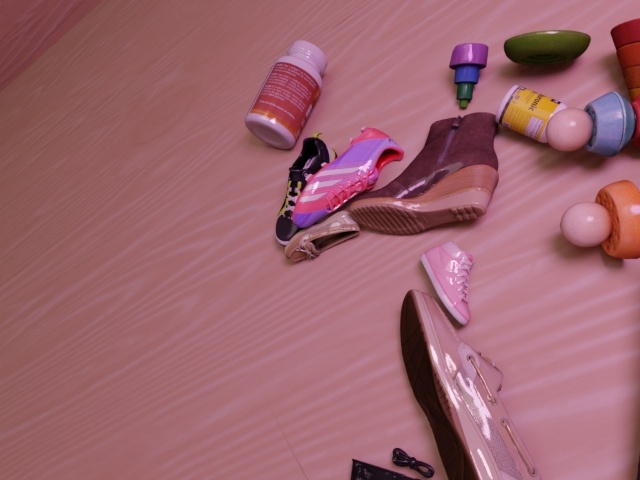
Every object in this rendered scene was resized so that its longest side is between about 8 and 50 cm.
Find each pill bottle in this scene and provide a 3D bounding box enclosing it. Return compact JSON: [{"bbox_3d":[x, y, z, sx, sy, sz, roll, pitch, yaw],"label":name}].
[{"bbox_3d":[0.345,-0.194,0.690,0.116,0.065,0.065,34,87,23],"label":"pill bottle"},{"bbox_3d":[-0.069,-0.324,0.969,0.121,0.121,0.216,18,78,36],"label":"pill bottle"}]

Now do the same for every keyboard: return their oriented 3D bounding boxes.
[{"bbox_3d":[0.123,0.347,0.598,0.180,0.023,0.108,1,75,30],"label":"keyboard"}]

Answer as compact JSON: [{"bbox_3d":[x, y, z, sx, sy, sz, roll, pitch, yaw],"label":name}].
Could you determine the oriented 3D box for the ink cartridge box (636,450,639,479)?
[{"bbox_3d":[0.399,0.171,0.400,0.069,0.176,0.372,13,81,-9],"label":"ink cartridge box"}]

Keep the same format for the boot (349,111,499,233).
[{"bbox_3d":[0.182,-0.119,0.764,0.248,0.090,0.207,-4,54,31],"label":"boot"}]

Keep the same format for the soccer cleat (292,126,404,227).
[{"bbox_3d":[0.049,-0.109,0.803,0.095,0.083,0.248,36,73,23],"label":"soccer cleat"}]

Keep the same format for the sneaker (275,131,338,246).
[{"bbox_3d":[-0.045,-0.105,0.865,0.084,0.097,0.235,12,74,35],"label":"sneaker"}]

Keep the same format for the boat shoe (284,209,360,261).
[{"bbox_3d":[0.001,0.001,0.816,0.152,0.056,0.048,-28,51,8],"label":"boat shoe"}]

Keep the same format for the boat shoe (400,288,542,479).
[{"bbox_3d":[0.190,0.199,0.589,0.098,0.109,0.303,-6,50,-12],"label":"boat shoe"}]

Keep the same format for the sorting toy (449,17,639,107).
[{"bbox_3d":[0.382,-0.262,0.705,0.365,0.127,0.126,10,103,37],"label":"sorting toy"}]

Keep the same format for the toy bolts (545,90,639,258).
[{"bbox_3d":[0.385,-0.111,0.548,0.158,0.218,0.229,-5,57,14],"label":"toy bolts"}]

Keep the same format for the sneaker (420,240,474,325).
[{"bbox_3d":[0.208,0.057,0.665,0.070,0.051,0.135,-34,50,19],"label":"sneaker"}]
